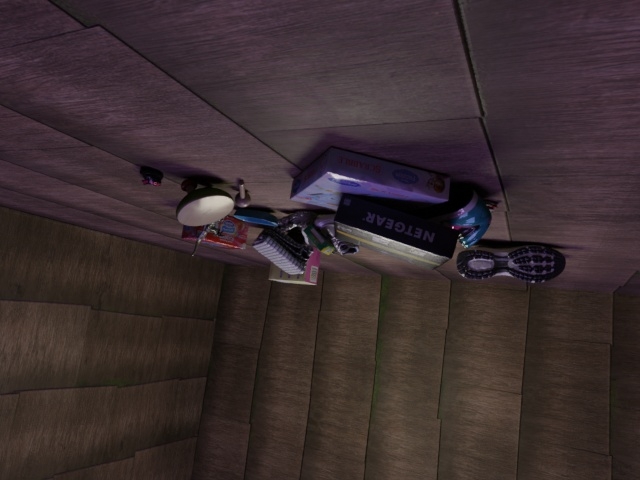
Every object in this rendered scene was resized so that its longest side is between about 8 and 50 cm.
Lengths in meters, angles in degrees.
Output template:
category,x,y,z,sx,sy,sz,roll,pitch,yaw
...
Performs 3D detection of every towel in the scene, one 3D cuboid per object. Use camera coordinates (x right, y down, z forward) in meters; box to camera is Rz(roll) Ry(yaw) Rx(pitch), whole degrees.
category,x,y,z,sx,sy,sz,roll,pitch,yaw
towel,-0.169,0.035,2.082,0.235,0.121,0.284,39,165,-10

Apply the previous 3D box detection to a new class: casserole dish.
category,x,y,z,sx,sy,sz,roll,pitch,yaw
casserole dish,-0.248,-0.092,1.818,0.189,0.036,0.114,10,173,25

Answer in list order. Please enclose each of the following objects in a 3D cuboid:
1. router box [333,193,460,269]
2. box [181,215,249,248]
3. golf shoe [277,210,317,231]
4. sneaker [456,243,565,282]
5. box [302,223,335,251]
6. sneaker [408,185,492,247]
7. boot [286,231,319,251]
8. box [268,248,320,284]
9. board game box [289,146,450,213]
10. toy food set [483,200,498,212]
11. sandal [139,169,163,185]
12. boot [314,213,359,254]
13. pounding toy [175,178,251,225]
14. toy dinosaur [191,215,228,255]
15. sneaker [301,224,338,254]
category,x,y,z,sx,sy,sz,roll,pitch,yaw
router box,0.192,-0.016,1.270,0.309,0.080,0.243,19,171,5
box,-0.446,-0.045,2.007,0.123,0.128,0.257,-2,167,44
golf shoe,-0.076,-0.084,1.763,0.176,0.069,0.086,-8,-164,34
sneaker,0.760,0.062,1.894,0.411,0.157,0.182,3,-159,13
box,0.000,0.000,1.739,0.105,0.043,0.179,50,-177,12
sneaker,0.358,-0.055,1.323,0.179,0.123,0.296,35,157,-26
boot,-0.041,-0.016,2.136,0.220,0.082,0.106,16,145,-9
box,-0.135,0.118,2.497,0.243,0.213,0.117,0,168,33
board game box,0.115,-0.135,1.235,0.319,0.065,0.318,10,170,-19
toy food set,0.465,-0.097,1.346,0.083,0.020,0.083,4,170,15
sandal,-0.531,-0.187,1.479,0.067,0.040,0.179,9,170,-13
boot,0.073,-0.015,1.745,0.095,0.123,0.258,-29,159,24
pounding toy,-0.354,-0.147,1.494,0.237,0.110,0.183,-21,161,-6
toy dinosaur,-0.426,-0.056,1.857,0.064,0.268,0.118,42,-152,18
sneaker,0.017,0.003,1.937,0.164,0.086,0.226,29,175,14
